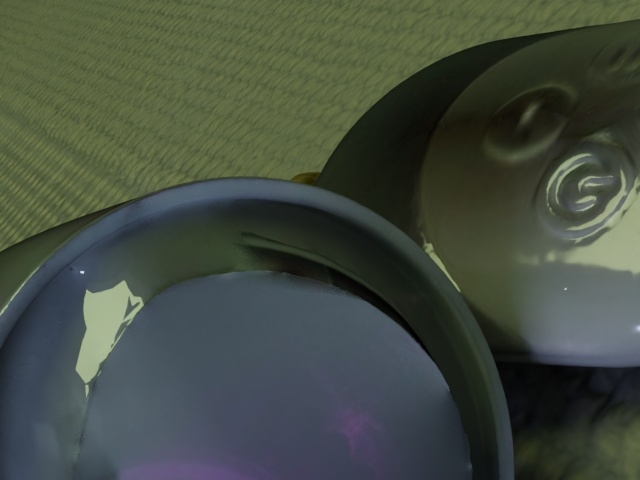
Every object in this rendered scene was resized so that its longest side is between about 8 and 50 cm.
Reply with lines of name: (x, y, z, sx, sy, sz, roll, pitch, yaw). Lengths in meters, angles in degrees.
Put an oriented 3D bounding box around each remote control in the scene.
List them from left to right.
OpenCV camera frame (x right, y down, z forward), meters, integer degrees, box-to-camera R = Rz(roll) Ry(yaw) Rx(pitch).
remote control: (0.126, -0.030, 0.681, 0.332, 0.103, 0.221, -3, 47, 43)

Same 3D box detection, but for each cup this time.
cup: (-0.098, 0.110, 0.658, 0.253, 0.253, 0.371, -56, 20, -19)

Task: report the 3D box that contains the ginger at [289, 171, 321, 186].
ginger: (-0.012, 0.006, 0.882, 0.115, 0.081, 0.205, -18, 16, -10)
